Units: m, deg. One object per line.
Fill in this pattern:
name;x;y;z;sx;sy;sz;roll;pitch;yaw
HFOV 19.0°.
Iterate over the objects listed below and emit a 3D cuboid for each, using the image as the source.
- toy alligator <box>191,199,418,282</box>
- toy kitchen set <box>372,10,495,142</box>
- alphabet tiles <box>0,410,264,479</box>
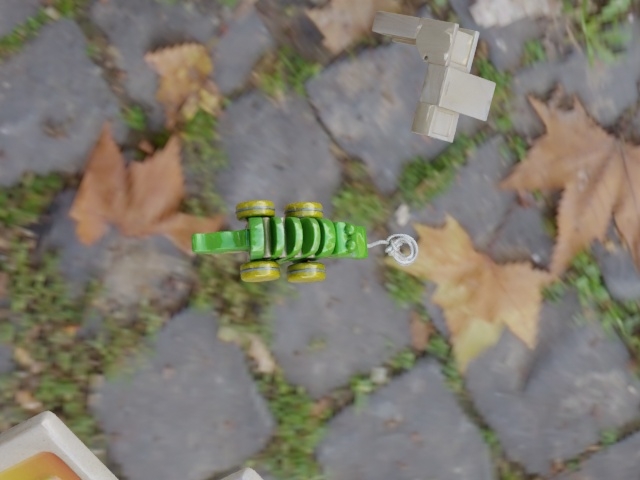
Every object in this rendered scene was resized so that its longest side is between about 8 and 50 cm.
toy alligator;0.000;0.000;1.389;0.190;0.051;0.056;2;80;-27
toy kitchen set;0.081;-0.119;1.419;0.075;0.068;0.083;15;93;37
alphabet tiles;-0.092;0.210;0.826;0.342;0.011;0.285;-29;111;37
